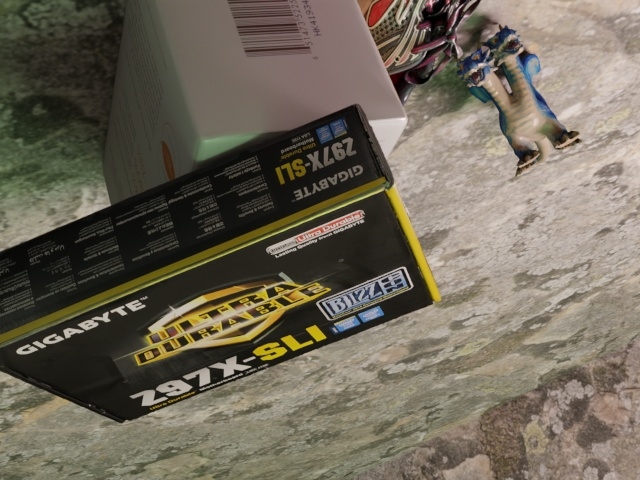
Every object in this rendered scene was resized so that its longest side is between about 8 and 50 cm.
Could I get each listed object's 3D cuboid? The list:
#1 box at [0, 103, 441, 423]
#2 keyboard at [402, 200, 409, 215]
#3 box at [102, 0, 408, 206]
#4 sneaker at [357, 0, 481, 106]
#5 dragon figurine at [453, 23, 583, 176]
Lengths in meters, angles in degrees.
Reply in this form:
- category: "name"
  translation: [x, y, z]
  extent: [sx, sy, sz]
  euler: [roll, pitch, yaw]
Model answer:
- category: "box"
  translation: [-0.078, 0.038, 0.766]
  extent: [0.322, 0.079, 0.257]
  euler: [-22, 157, 5]
- category: "keyboard"
  translation: [0.000, 0.000, 1.329]
  extent: [0.256, 0.014, 0.072]
  euler: [-23, 160, 9]
- category: "box"
  translation: [-0.083, -0.083, 0.860]
  extent: [0.168, 0.215, 0.345]
  euler: [-8, 153, -22]
- category: "sneaker"
  translation: [0.099, -0.217, 0.839]
  extent: [0.121, 0.112, 0.299]
  euler: [-4, 150, -29]
- category: "dragon figurine"
  translation: [0.225, -0.156, 1.078]
  extent: [0.085, 0.144, 0.289]
  euler: [-28, 173, 15]
